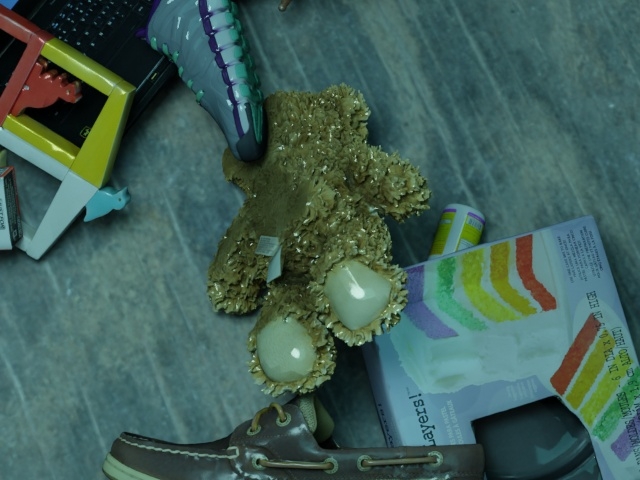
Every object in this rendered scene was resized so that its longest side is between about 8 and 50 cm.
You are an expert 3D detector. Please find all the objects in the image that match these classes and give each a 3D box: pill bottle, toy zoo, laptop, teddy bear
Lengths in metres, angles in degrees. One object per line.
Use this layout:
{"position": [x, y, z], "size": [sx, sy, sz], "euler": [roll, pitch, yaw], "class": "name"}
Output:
{"position": [0.129, 0.009, 1.756], "size": [0.043, 0.043, 0.083], "euler": [20, 72, -1], "class": "pill bottle"}
{"position": [-0.302, -0.114, 1.688], "size": [0.293, 0.030, 0.192], "euler": [31, 109, 2], "class": "toy zoo"}
{"position": [-0.252, -0.249, 1.726], "size": [0.264, 0.136, 0.234], "euler": [31, 77, 24], "class": "laptop"}
{"position": [0.000, 0.000, 1.657], "size": [0.113, 0.338, 0.245], "euler": [28, 104, -29], "class": "teddy bear"}

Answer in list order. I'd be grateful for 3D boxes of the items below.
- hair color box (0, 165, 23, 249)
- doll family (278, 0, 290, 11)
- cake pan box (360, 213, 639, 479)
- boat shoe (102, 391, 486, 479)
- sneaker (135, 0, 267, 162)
{"position": [-0.352, -0.027, 1.678], "size": [0.141, 0.043, 0.072], "euler": [-2, 106, 7], "class": "hair color box"}
{"position": [-0.063, -0.312, 1.819], "size": [0.111, 0.076, 0.193], "euler": [-8, 79, -14], "class": "doll family"}
{"position": [0.174, 0.134, 1.693], "size": [0.246, 0.070, 0.267], "euler": [-14, 86, -10], "class": "cake pan box"}
{"position": [-0.021, 0.194, 1.611], "size": [0.342, 0.123, 0.123], "euler": [9, 86, 12], "class": "boat shoe"}
{"position": [-0.116, -0.170, 1.697], "size": [0.098, 0.083, 0.224], "euler": [-17, 77, 9], "class": "sneaker"}
